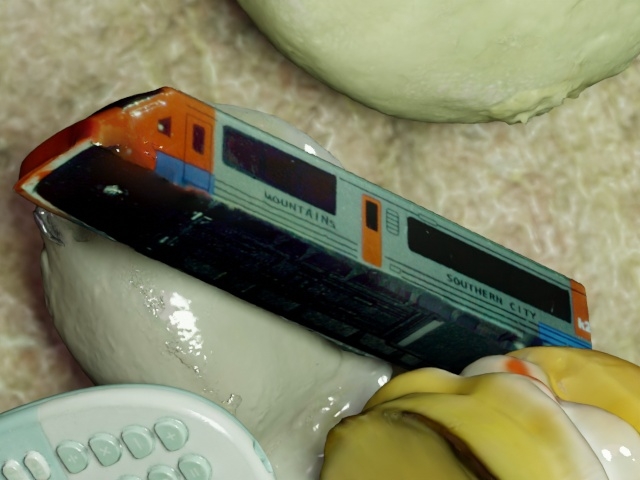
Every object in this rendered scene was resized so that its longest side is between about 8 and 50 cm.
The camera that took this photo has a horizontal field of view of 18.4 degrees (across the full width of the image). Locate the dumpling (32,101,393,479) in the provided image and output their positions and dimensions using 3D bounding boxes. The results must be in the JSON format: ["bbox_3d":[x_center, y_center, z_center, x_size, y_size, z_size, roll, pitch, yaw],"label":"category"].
[{"bbox_3d":[-0.074,0.042,1.317,0.293,0.163,0.204,53,42,2],"label":"dumpling"}]

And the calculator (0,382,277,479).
[{"bbox_3d":[-0.162,0.186,1.263,0.295,0.042,0.184,-23,110,20],"label":"calculator"}]

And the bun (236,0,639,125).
[{"bbox_3d":[0.105,-0.260,1.314,0.364,0.202,0.364,4,78,-20],"label":"bun"}]

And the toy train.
[{"bbox_3d":[0.000,0.000,1.232,0.409,0.086,0.089,25,52,-33],"label":"toy train"}]

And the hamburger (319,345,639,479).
[{"bbox_3d":[0.146,0.189,1.231,0.237,0.276,0.276,-20,78,-33],"label":"hamburger"}]
